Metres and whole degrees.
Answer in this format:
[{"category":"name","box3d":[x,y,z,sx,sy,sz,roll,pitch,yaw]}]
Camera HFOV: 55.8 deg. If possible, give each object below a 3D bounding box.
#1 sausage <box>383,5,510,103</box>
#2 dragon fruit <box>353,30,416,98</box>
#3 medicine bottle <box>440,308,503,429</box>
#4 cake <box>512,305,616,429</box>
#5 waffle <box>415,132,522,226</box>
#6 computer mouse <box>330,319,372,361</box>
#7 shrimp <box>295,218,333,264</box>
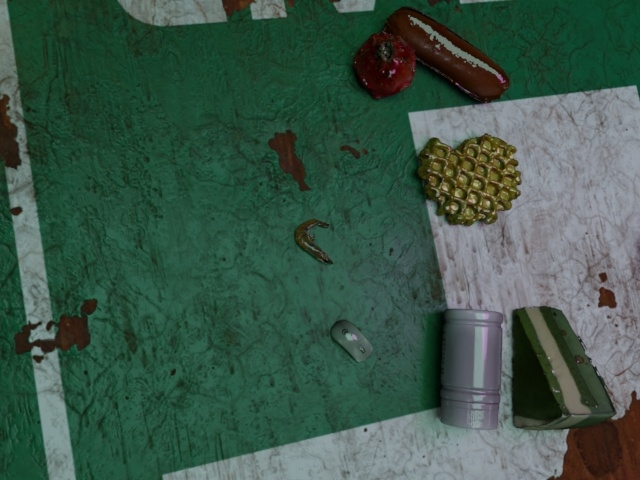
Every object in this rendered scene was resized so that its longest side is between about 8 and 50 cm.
[{"category":"sausage","box3d":[0.303,-0.446,1.436,0.330,0.102,0.102,32,77,-6]},{"category":"dragon fruit","box3d":[0.143,-0.399,1.370,0.152,0.111,0.153,1,98,11]},{"category":"medicine bottle","box3d":[0.331,0.279,1.329,0.133,0.133,0.250,6,80,-11]},{"category":"cake","box3d":[0.521,0.310,1.410,0.157,0.172,0.284,4,49,-18]},{"category":"waffle","box3d":[0.359,-0.160,1.433,0.253,0.056,0.249,-37,92,-12]},{"category":"computer mouse","box3d":[0.073,0.223,1.331,0.110,0.032,0.056,45,77,-3]},{"category":"shrimp","box3d":[0.000,0.000,1.351,0.114,0.023,0.083,43,74,0]}]
